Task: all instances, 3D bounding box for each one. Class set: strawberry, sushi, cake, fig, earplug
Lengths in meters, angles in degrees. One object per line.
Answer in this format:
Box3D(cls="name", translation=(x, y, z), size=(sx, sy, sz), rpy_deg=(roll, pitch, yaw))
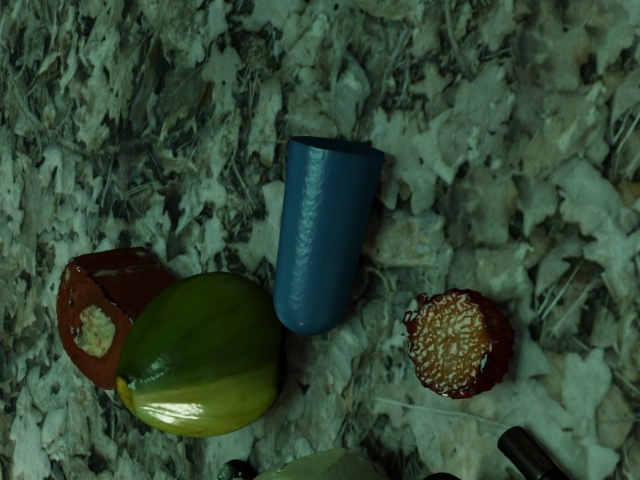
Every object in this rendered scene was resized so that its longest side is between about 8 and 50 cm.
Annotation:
Box3D(cls="strawberry", translation=(0.177, 0.129, 1.541), size=(0.145, 0.086, 0.145), rpy_deg=(-1, 88, 45))
Box3D(cls="sushi", translation=(-0.117, 0.366, 1.871), size=(0.046, 0.044, 0.083), rpy_deg=(-52, 53, 3))
Box3D(cls="cake", translation=(-0.319, 0.133, 2.013), size=(0.283, 0.151, 0.177), rpy_deg=(37, 125, 41))
Box3D(cls="fig", translation=(-0.178, 0.168, 1.774), size=(0.239, 0.271, 0.239), rpy_deg=(13, 110, 41))
Box3D(cls="earplug", translation=(0.000, 0.000, 1.709), size=(0.132, 0.132, 0.272), rpy_deg=(22, 106, 44))

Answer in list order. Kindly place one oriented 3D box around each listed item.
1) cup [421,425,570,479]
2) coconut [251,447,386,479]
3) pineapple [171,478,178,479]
Box3D(cls="cup", translation=(0.195, 0.348, 1.455), size=(0.177, 0.166, 0.239), rpy_deg=(18, 102, 41))
Box3D(cls="coconut", translation=(0.006, 0.396, 1.599), size=(0.247, 0.245, 0.245), rpy_deg=(-30, 67, 40))
Box3D(cls="pineapple", translation=(-0.270, 0.426, 2.017), size=(0.124, 0.058, 0.058), rpy_deg=(-31, 65, 25))
